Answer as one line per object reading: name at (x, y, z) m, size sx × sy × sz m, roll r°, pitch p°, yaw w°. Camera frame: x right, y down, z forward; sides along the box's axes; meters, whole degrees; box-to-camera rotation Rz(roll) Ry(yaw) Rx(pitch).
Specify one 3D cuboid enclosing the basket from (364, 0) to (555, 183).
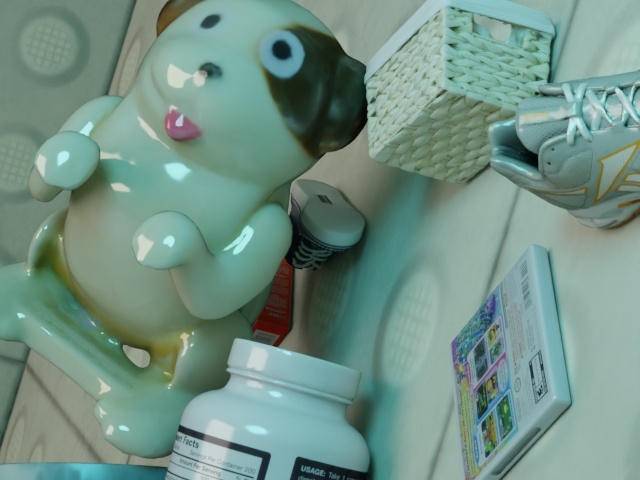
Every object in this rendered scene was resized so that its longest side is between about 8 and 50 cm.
basket at (0.118, -0.133, 1.466) m, size 0.167 × 0.113 × 0.103 m, roll 137°, pitch 143°, yaw -57°

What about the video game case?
video game case at (0.148, 0.105, 1.326) m, size 0.157 × 0.019 × 0.143 m, roll -92°, pitch 26°, yaw -42°

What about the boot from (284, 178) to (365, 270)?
boot at (0.000, 0.000, 1.780) m, size 0.190 × 0.069 × 0.086 m, roll -112°, pitch 33°, yaw -72°

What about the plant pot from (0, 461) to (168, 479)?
plant pot at (-0.226, 0.359, 1.699) m, size 0.293 × 0.293 × 0.235 m, roll 150°, pitch 123°, yaw -64°

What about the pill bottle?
pill bottle at (-0.062, 0.261, 1.533) m, size 0.181 × 0.181 × 0.323 m, roll 179°, pitch 107°, yaw -71°

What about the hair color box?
hair color box at (-0.064, 0.057, 1.928) m, size 0.072 × 0.043 × 0.141 m, roll 126°, pitch 154°, yaw -47°

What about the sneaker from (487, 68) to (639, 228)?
sneaker at (0.206, -0.076, 1.155) m, size 0.262 × 0.121 × 0.099 m, roll 145°, pitch 138°, yaw -61°

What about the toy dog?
toy dog at (-0.107, -0.047, 1.627) m, size 0.284 × 0.395 × 0.408 m, roll 42°, pitch 124°, yaw 25°
